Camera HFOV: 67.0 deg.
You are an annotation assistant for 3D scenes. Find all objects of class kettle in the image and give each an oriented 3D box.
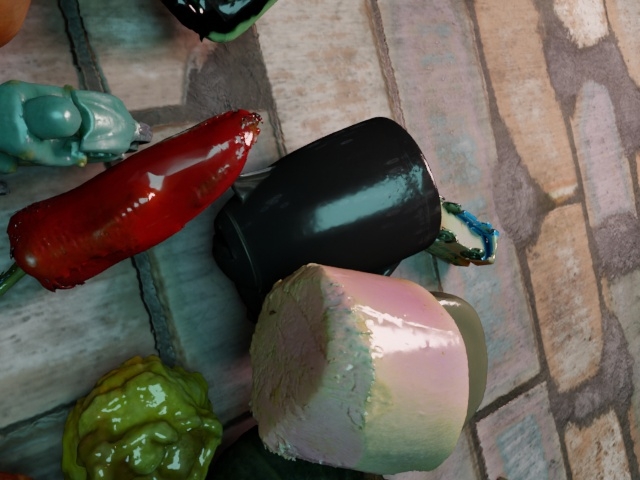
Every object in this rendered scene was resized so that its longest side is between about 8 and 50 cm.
[{"bbox_3d":[0.000,0.000,0.681,0.290,0.207,0.268,-25,115,-19],"label":"kettle"}]

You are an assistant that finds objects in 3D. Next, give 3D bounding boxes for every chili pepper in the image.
[{"bbox_3d":[-0.229,-0.035,0.555,0.388,0.110,0.110,-30,104,-4],"label":"chili pepper"}]

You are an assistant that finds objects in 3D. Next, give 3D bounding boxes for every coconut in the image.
[{"bbox_3d":[0.053,0.154,0.574,0.245,0.233,0.233,18,79,-34],"label":"coconut"}]

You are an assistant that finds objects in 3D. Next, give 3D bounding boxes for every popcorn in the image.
[{"bbox_3d":[-0.204,0.235,0.570,0.198,0.156,0.197,12,71,-37],"label":"popcorn"}]

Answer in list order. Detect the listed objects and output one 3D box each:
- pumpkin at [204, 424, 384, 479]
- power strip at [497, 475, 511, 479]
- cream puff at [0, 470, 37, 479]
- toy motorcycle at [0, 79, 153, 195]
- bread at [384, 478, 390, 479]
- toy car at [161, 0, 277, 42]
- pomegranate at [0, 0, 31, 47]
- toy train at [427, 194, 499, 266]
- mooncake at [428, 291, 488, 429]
[{"bbox_3d":[-0.033,0.381,0.624,0.300,0.207,0.300,1,88,-34],"label":"pumpkin"},{"bbox_3d":[0.437,0.578,0.989,0.286,0.048,0.080,41,70,-24],"label":"power strip"},{"bbox_3d":[-0.339,0.340,0.452,0.240,0.164,0.239,2,102,8],"label":"cream puff"},{"bbox_3d":[-0.313,-0.106,0.495,0.297,0.198,0.109,-10,98,-29],"label":"toy motorcycle"},{"bbox_3d":[0.126,0.429,0.792,0.053,0.085,0.085,-42,108,-17],"label":"bread"},{"bbox_3d":[-0.192,-0.433,0.591,0.213,0.176,0.359,-44,119,3],"label":"toy car"},{"bbox_3d":[-0.373,-0.281,0.440,0.271,0.252,0.228,-2,69,-29],"label":"pomegranate"},{"bbox_3d":[0.230,-0.016,0.864,0.188,0.099,0.072,26,72,-26],"label":"toy train"},{"bbox_3d":[0.147,0.207,0.787,0.275,0.135,0.274,-1,92,-30],"label":"mooncake"}]
